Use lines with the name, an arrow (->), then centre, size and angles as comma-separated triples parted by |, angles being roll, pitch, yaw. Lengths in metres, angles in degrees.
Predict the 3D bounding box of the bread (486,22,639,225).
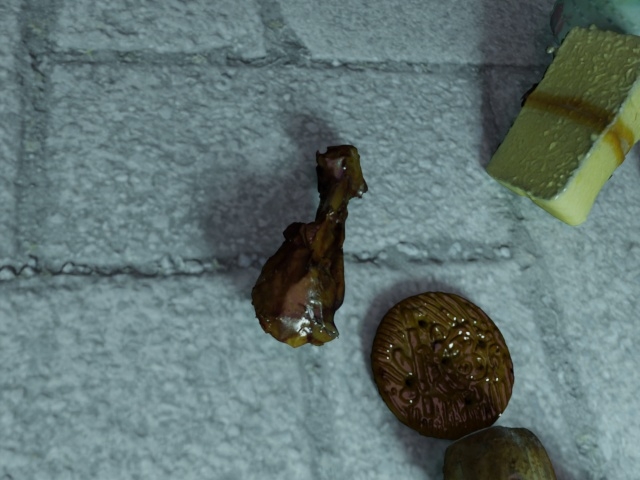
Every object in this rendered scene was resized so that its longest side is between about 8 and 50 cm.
bread -> 0.377, -0.161, 0.904 | 0.178, 0.142, 0.266 | 30, 94, -11

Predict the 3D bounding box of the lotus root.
lotus root -> 0.192, 0.259, 0.709 | 0.122, 0.112, 0.081 | 17, 47, -40

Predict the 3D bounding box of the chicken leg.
chicken leg -> 0.000, 0.000, 0.803 | 0.113, 0.093, 0.304 | 33, 53, -17

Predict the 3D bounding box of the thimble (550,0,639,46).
thimble -> 0.467, -0.354, 1.009 | 0.185, 0.149, 0.211 | -8, 60, -37

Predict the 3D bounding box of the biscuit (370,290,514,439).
biscuit -> 0.154, 0.152, 0.794 | 0.187, 0.027, 0.188 | 6, 64, -12
